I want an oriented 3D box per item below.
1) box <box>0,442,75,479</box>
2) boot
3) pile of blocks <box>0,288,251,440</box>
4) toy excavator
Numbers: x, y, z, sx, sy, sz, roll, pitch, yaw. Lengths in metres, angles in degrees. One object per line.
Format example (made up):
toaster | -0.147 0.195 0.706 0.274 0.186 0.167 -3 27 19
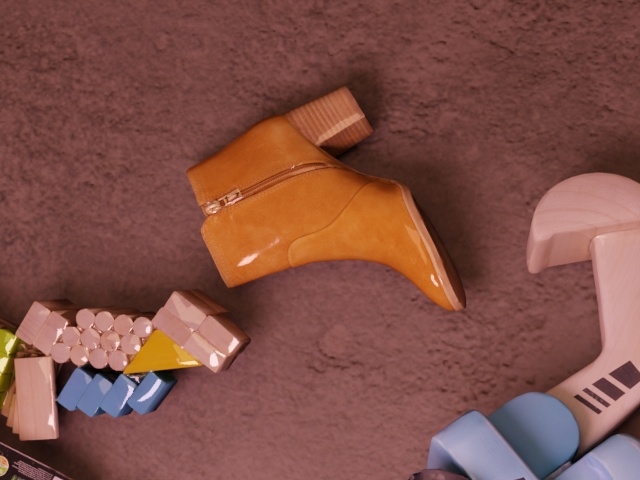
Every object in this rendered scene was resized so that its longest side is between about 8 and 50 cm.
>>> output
box | -0.319 0.223 1.878 0.207 0.114 0.036 24 77 18
boot | -0.001 -0.001 1.911 0.211 0.104 0.295 -32 63 4
pile of blocks | -0.239 0.123 1.909 0.362 0.112 0.149 -1 90 15
toy excavator | 0.231 0.201 1.754 0.445 0.222 0.433 -32 67 -16
